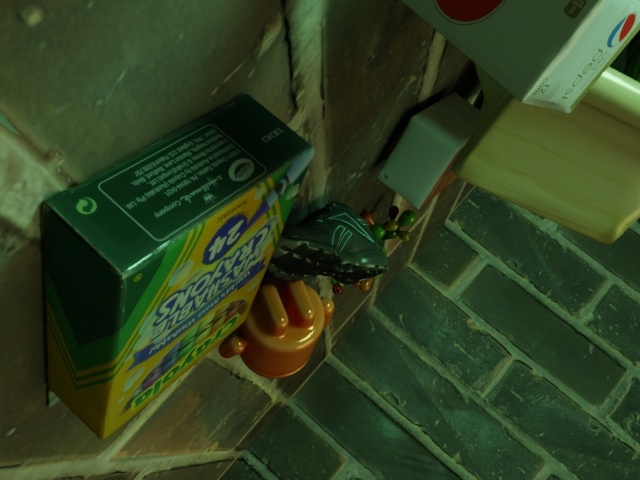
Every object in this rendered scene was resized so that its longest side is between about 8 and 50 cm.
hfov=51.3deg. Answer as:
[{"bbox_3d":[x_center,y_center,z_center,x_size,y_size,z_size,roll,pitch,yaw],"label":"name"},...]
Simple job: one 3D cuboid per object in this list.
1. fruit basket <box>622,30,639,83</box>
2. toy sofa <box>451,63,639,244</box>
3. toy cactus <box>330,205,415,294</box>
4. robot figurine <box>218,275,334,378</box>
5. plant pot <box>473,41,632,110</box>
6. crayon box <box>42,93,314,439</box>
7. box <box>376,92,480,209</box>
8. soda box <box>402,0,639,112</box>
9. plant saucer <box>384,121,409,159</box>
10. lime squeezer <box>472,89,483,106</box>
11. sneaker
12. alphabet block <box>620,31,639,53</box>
[{"bbox_3d":[0.518,-0.293,0.802,0.353,0.165,0.327,-53,168,-2],"label":"fruit basket"},{"bbox_3d":[0.204,-0.186,0.575,0.177,0.150,0.362,-56,-161,35],"label":"toy sofa"},{"bbox_3d":[0.095,0.010,1.349,0.219,0.112,0.180,-54,-174,7],"label":"toy cactus"},{"bbox_3d":[-0.066,0.137,1.030,0.158,0.128,0.219,-56,172,-31],"label":"robot figurine"},{"bbox_3d":[0.468,-0.262,1.168,0.341,0.341,0.334,-34,156,-52],"label":"plant pot"},{"bbox_3d":[-0.137,0.046,0.601,0.203,0.083,0.322,-40,165,-39],"label":"crayon box"},{"bbox_3d":[0.192,-0.150,1.101,0.170,0.091,0.130,-37,162,-48],"label":"box"},{"bbox_3d":[0.086,-0.171,0.407,0.069,0.216,0.073,-3,136,-47],"label":"soda box"},{"bbox_3d":[0.139,-0.166,1.116,0.083,0.013,0.083,-48,168,-13],"label":"plant saucer"},{"bbox_3d":[0.313,-0.238,1.425,0.110,0.059,0.310,-44,166,-26],"label":"lime squeezer"},{"bbox_3d":[0.000,0.000,0.955,0.101,0.106,0.267,-24,161,28],"label":"sneaker"},{"bbox_3d":[0.317,-0.312,0.878,0.193,0.197,0.192,-50,168,-2],"label":"alphabet block"}]
